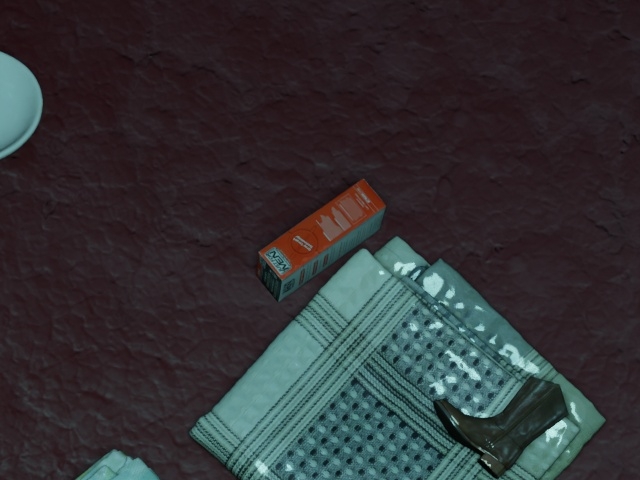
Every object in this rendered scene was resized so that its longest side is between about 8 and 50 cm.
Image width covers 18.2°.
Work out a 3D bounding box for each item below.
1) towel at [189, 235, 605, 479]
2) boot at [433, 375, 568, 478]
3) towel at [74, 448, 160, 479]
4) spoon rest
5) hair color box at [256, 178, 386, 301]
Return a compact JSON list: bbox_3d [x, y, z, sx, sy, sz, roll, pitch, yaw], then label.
[{"bbox_3d":[0.085,0.185,2.055,0.312,0.056,0.324,41,70,12],"label":"towel"},{"bbox_3d":[0.185,0.169,2.030,0.114,0.037,0.106,-43,93,-14],"label":"boot"},{"bbox_3d":[-0.207,0.428,1.921,0.320,0.090,0.374,-34,74,-13],"label":"towel"},{"bbox_3d":[-0.399,-0.090,2.114,0.137,0.084,0.276,27,69,7],"label":"spoon rest"},{"bbox_3d":[0.000,0.000,2.114,0.141,0.072,0.043,-36,75,-17],"label":"hair color box"}]
